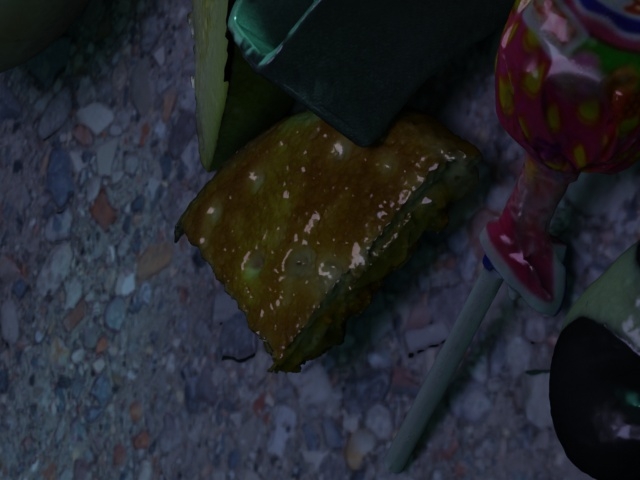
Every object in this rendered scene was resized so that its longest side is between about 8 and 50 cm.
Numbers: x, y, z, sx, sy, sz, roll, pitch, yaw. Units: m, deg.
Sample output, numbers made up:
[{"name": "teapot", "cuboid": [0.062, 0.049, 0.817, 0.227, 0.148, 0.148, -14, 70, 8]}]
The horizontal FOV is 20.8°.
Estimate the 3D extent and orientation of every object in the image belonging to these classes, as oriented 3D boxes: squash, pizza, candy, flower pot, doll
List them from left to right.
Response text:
[{"name": "squash", "cuboid": [-0.078, -0.196, 1.263, 0.204, 0.155, 0.237, -22, 66, 39]}, {"name": "pizza", "cuboid": [0.000, 0.000, 1.196, 0.292, 0.058, 0.197, -15, 61, 43]}, {"name": "flower pot", "cuboid": [0.057, -0.175, 1.111, 0.229, 0.108, 0.103, -40, 39, 16]}, {"name": "candy", "cuboid": [0.114, -0.001, 1.066, 0.124, 0.124, 0.365, 48, 123, 41]}, {"name": "doll", "cuboid": [0.218, 0.039, 0.908, 0.234, 0.143, 0.135, -45, 46, 30]}]

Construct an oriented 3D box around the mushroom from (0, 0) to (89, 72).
[{"name": "mushroom", "cuboid": [-0.319, -0.283, 1.426, 0.297, 0.290, 0.298, -25, 58, 48]}]
